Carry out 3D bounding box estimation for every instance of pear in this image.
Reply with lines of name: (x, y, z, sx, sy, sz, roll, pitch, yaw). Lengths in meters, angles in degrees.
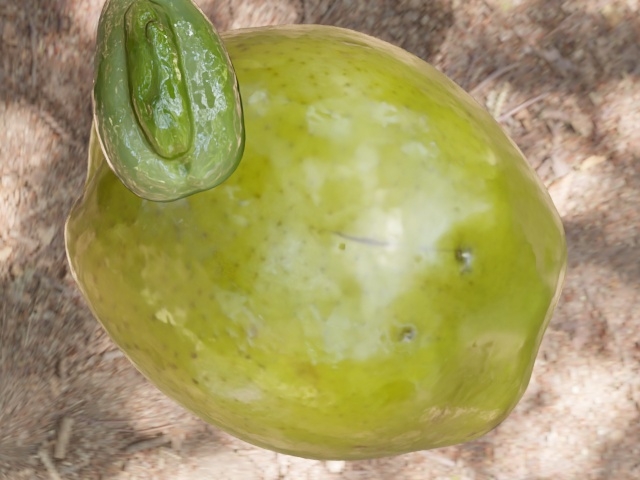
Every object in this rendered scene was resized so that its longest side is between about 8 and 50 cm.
pear: (0.000, 0.000, 1.080, 0.418, 0.362, 0.362, 23, 76, -12)

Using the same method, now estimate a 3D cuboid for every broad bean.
broad bean: (-0.093, -0.087, 0.747, 0.082, 0.174, 0.124, -14, 117, -10)
